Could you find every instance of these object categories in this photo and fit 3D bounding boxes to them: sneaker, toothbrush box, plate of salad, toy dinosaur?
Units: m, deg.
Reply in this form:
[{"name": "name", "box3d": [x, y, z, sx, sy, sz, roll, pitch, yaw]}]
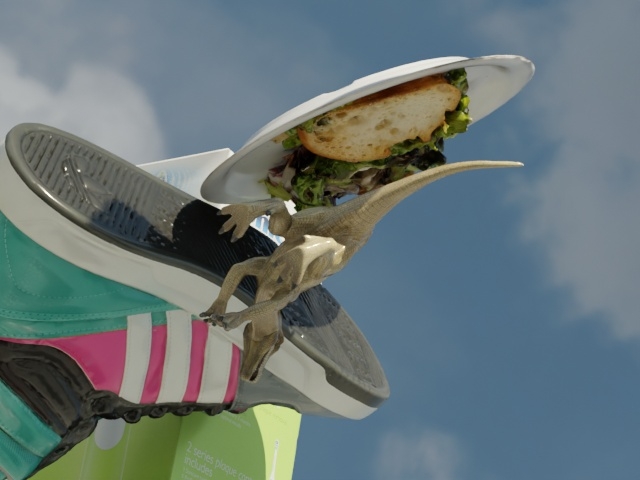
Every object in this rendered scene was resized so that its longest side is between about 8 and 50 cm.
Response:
[{"name": "sneaker", "box3d": [-0.111, 0.070, 1.061, 0.178, 0.124, 0.295, -44, -50, 19]}, {"name": "toothbrush box", "box3d": [-0.126, 0.104, 1.207, 0.206, 0.283, 0.122, -8, -30, 34]}, {"name": "plate of salad", "box3d": [0.030, -0.052, 1.066, 0.200, 0.200, 0.048, -31, -103, 43]}, {"name": "toy dinosaur", "box3d": [0.000, 0.000, 0.890, 0.183, 0.092, 0.053, -42, -112, 30]}]
